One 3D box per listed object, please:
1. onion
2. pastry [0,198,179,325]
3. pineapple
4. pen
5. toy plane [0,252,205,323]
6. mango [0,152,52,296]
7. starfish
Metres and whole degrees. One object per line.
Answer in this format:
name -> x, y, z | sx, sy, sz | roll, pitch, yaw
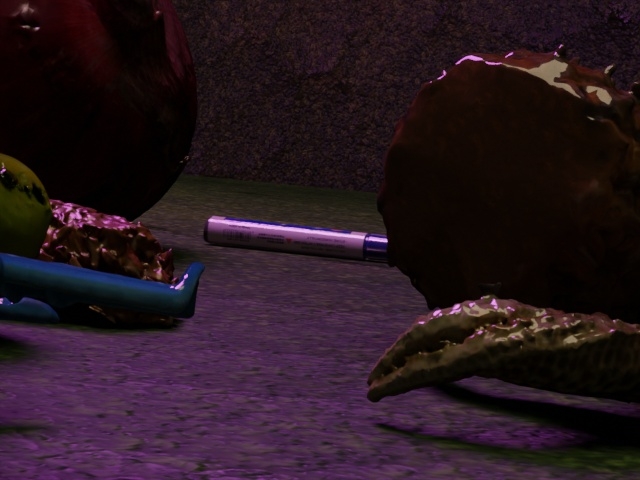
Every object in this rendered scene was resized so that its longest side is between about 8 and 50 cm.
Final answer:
onion -> -0.216, -0.128, 1.171 | 0.276, 0.276, 0.276 | 5, 4, 0
pastry -> -0.148, 0.003, 0.811 | 0.169, 0.063, 0.087 | 9, 7, 19
pineapple -> 0.165, -0.005, 0.893 | 0.165, 0.166, 0.364 | 7, -3, 29
pen -> 0.000, 0.000, 1.304 | 0.204, 0.025, 0.025 | 6, 4, 15
toy plane -> -0.168, 0.008, 0.422 | 0.254, 0.105, 0.271 | 4, -1, 7
mango -> -0.201, 0.004, 0.708 | 0.165, 0.074, 0.091 | -14, -39, 20
starfish -> 0.138, 0.057, 0.606 | 0.235, 0.062, 0.277 | 8, -3, -34
